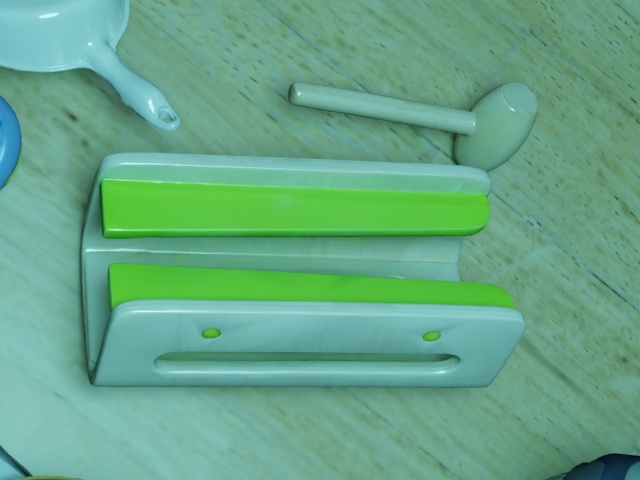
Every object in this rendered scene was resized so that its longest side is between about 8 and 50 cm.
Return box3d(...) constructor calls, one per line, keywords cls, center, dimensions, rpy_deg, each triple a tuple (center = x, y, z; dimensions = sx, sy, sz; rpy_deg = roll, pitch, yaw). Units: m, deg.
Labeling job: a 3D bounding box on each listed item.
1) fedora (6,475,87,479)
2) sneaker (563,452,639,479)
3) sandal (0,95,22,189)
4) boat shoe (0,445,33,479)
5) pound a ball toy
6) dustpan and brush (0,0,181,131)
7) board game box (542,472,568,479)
box3d(cls="fedora", center=(-0.152, 0.234, 0.995), dimensions=(0.194, 0.194, 0.079), rpy_deg=(39, 32, -8))
box3d(cls="sneaker", center=(0.268, 0.187, 1.075), dimensions=(0.319, 0.131, 0.112), rpy_deg=(13, 63, -54))
box3d(cls="sandal", center=(-0.338, -0.093, 1.011), dimensions=(0.317, 0.138, 0.126), rpy_deg=(15, 75, -16))
box3d(cls="boat shoe", center=(-0.209, 0.150, 1.026), dimensions=(0.040, 0.049, 0.142), rpy_deg=(-42, 137, -8))
box3d(cls="pound a ball toy", center=(0.000, 0.000, 1.121), dimensions=(0.319, 0.136, 0.208), rpy_deg=(1, 56, -17))
box3d(cls="dustpan and brush", center=(-0.166, -0.144, 1.086), dimensions=(0.147, 0.060, 0.211), rpy_deg=(-36, 57, -29))
box3d(cls="board game box", center=(0.097, 0.343, 1.103), dimensions=(0.308, 0.086, 0.302), rpy_deg=(-14, 86, -19))
